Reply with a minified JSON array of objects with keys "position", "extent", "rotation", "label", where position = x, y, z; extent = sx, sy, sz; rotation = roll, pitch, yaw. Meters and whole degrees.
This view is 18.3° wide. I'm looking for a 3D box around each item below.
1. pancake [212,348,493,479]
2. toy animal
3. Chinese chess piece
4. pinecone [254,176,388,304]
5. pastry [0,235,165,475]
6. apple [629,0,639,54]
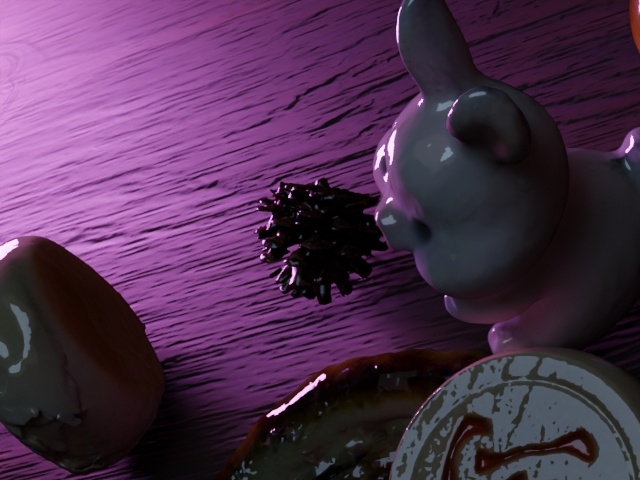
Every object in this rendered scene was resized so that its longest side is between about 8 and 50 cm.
[{"position":[0.010,0.258,1.853],"extent":[0.427,0.067,0.305],"rotation":[-19,57,28],"label":"pancake"},{"position":[0.164,-0.061,1.693],"extent":[0.241,0.367,0.196],"rotation":[-38,49,8],"label":"toy animal"},{"position":[0.186,0.221,1.668],"extent":[0.273,0.102,0.273],"rotation":[-8,72,25],"label":"Chinese chess piece"},{"position":[0.000,-0.001,1.966],"extent":[0.140,0.140,0.121],"rotation":[19,106,44],"label":"pinecone"},{"position":[-0.269,0.119,2.039],"extent":[0.133,0.265,0.265],"rotation":[-40,47,11],"label":"pastry"},{"position":[0.389,-0.209,1.726],"extent":[0.235,0.210,0.173],"rotation":[20,42,34],"label":"apple"}]
